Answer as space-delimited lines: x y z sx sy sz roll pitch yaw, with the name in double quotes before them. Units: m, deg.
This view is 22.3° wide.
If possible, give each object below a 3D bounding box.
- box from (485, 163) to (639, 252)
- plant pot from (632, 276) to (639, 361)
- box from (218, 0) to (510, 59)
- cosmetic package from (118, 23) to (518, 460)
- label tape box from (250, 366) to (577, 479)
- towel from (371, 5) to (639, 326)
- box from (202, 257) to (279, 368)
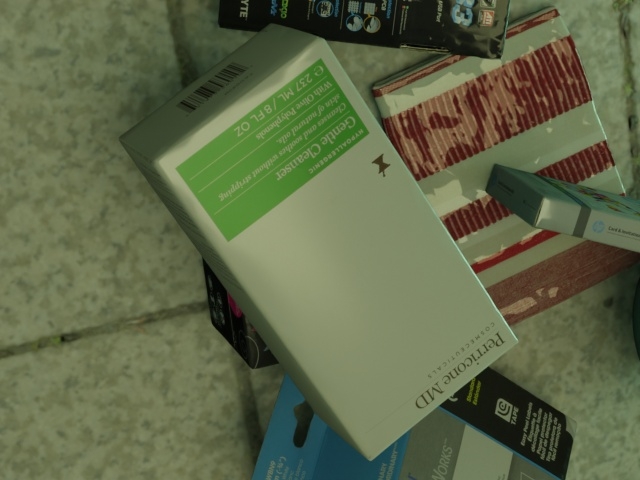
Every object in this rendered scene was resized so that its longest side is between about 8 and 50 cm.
"box" 0.290 -0.029 1.756 0.186 0.145 0.038 14 102 -18
"plant pot" 0.470 0.081 1.852 0.290 0.195 0.290 -6 109 -18
"box" 0.056 -0.342 1.617 0.293 0.073 0.295 5 109 -1
"cosmetic package" 0.000 0.000 1.534 0.197 0.155 0.365 -39 111 -8
"label tape box" 0.110 0.240 1.778 0.334 0.106 0.240 32 56 -23
"towel" 0.213 -0.071 1.820 0.237 0.037 0.329 -25 111 -8
"box" -0.044 -0.017 1.688 0.142 0.163 0.247 -11 108 -16
